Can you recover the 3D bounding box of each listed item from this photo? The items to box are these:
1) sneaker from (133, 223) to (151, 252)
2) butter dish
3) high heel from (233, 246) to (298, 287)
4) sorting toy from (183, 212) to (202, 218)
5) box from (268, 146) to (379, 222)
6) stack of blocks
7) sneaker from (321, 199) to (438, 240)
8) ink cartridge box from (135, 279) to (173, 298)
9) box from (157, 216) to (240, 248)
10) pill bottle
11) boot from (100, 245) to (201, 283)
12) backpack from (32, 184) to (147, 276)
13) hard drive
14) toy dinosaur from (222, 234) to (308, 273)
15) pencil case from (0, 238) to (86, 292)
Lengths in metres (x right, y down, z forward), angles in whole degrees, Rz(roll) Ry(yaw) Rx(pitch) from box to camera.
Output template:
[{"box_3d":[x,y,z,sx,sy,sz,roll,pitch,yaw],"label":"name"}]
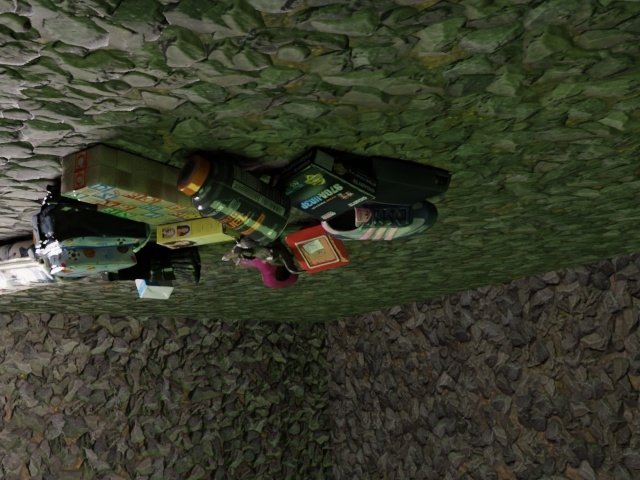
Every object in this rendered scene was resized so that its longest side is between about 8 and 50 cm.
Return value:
[{"box_3d":[-0.610,-0.012,1.973,0.275,0.107,0.110,-7,150,-9],"label":"sneaker"},{"box_3d":[0.000,0.000,2.147,0.160,0.118,0.160,-16,124,23],"label":"butter dish"},{"box_3d":[-0.128,0.086,2.423,0.181,0.127,0.377,-6,166,28],"label":"high heel"},{"box_3d":[-0.245,-0.105,1.777,0.274,0.046,0.132,-10,165,23],"label":"sorting toy"},{"box_3d":[0.001,-0.124,1.641,0.175,0.051,0.220,26,154,-25],"label":"box"},{"box_3d":[-0.427,-0.118,1.594,0.171,0.087,0.297,-12,164,33],"label":"stack of blocks"},{"box_3d":[0.155,-0.057,1.936,0.318,0.112,0.131,-9,168,18],"label":"sneaker"},{"box_3d":[-0.587,0.117,2.468,0.104,0.180,0.060,6,128,-36],"label":"ink cartridge box"},{"box_3d":[-0.355,-0.024,2.066,0.232,0.058,0.087,-9,165,21],"label":"box"},{"box_3d":[-0.195,-0.097,1.584,0.245,0.131,0.130,29,150,-32],"label":"pill bottle"},{"box_3d":[-0.525,0.070,2.245,0.260,0.131,0.348,3,177,3],"label":"boot"},{"box_3d":[-0.584,-0.015,1.772,0.276,0.213,0.263,4,175,-40],"label":"backpack"},{"box_3d":[0.178,-0.137,1.726,0.254,0.054,0.172,7,163,-36],"label":"hard drive"},{"box_3d":[-0.162,0.027,2.159,0.313,0.121,0.160,8,174,21],"label":"toy dinosaur"},{"box_3d":[-0.900,0.074,2.127,0.410,0.160,0.183,-9,165,23],"label":"pencil case"}]
